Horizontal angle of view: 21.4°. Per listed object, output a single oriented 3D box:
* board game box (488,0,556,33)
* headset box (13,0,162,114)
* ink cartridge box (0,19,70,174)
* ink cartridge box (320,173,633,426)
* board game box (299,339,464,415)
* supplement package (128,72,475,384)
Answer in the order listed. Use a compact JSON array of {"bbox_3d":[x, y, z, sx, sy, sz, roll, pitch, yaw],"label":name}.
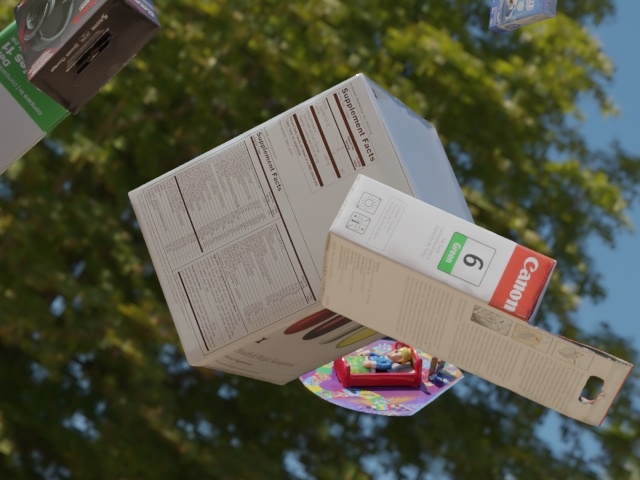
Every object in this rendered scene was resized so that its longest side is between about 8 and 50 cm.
[{"bbox_3d":[0.210,-0.265,1.737,0.020,0.090,0.090,13,-12,-31],"label":"board game box"},{"bbox_3d":[-0.112,-0.105,0.811,0.032,0.062,0.083,37,19,-33],"label":"headset box"},{"bbox_3d":[-0.306,-0.070,1.356,0.087,0.208,0.153,50,-22,-12],"label":"ink cartridge box"},{"bbox_3d":[0.058,0.023,0.610,0.115,0.029,0.063,24,-25,8],"label":"ink cartridge box"},{"bbox_3d":[0.060,0.118,1.661,0.133,0.168,0.033,18,-66,27],"label":"board game box"},{"bbox_3d":[0.000,0.000,1.303,0.149,0.203,0.194,68,15,16],"label":"supplement package"}]
